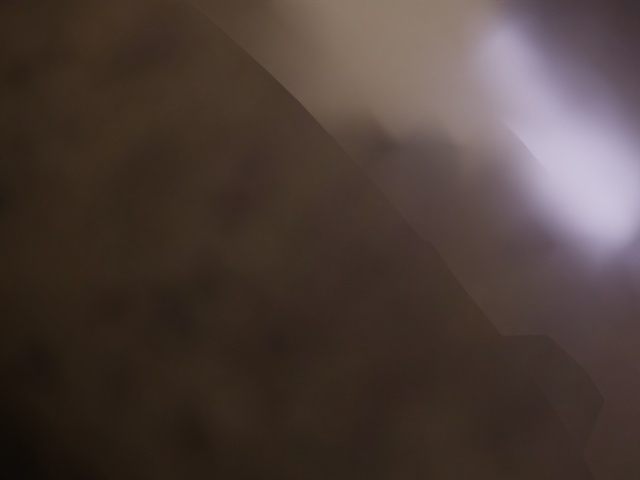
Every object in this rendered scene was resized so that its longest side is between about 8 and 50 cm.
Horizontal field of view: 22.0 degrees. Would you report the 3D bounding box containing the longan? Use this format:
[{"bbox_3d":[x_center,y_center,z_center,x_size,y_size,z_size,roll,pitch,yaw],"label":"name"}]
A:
[{"bbox_3d":[0.000,0.000,0.523,0.288,0.288,0.350,-23,63,-43],"label":"longan"}]
